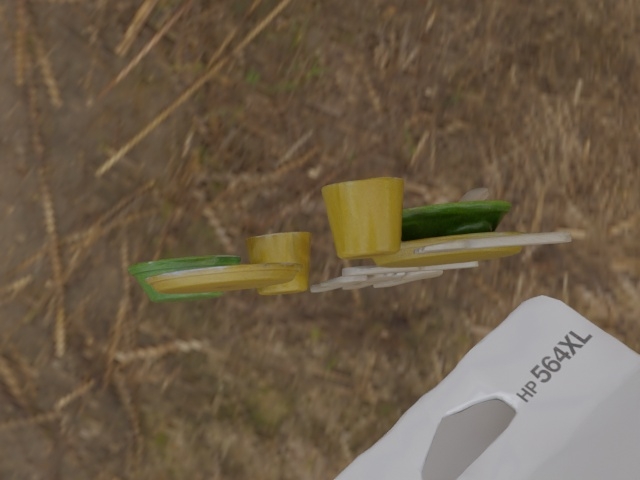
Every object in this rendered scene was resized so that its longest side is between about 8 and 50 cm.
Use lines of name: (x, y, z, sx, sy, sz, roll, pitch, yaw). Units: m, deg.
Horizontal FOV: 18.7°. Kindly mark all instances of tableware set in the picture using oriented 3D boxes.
tableware set: (0.000, 0.000, 0.589, 0.104, 0.154, 0.024, -4, 85, -18)

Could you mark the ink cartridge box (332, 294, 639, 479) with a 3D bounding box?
ink cartridge box: (0.060, 0.091, 0.385, 0.090, 0.092, 0.143, -5, 119, 49)
